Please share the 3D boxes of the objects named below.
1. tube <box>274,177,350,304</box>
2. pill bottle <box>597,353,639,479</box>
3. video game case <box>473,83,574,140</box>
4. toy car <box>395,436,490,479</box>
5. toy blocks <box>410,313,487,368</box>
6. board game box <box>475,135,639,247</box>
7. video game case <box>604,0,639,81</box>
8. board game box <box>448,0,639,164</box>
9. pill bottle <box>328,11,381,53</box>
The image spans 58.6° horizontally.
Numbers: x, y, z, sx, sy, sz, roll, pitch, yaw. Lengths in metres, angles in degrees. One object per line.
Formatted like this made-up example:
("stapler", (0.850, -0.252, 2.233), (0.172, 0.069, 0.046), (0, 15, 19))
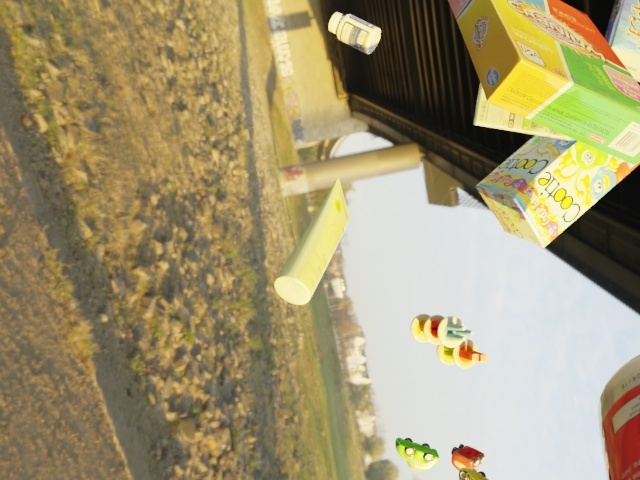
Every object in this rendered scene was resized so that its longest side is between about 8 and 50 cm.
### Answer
("tube", (0.000, 0.000, 0.942), (0.070, 0.062, 0.240), (-53, -174, 46))
("pill bottle", (0.381, 0.293, 0.484), (0.407, 0.229, 0.229), (-62, 147, -54))
("video game case", (0.349, -0.237, 0.953), (0.015, 0.166, 0.119), (66, 35, -81))
("toy car", (0.267, 0.490, 1.248), (0.239, 0.225, 0.053), (-24, 132, -87))
("toy blocks", (0.236, 0.177, 0.983), (0.123, 0.054, 0.148), (41, -15, -11))
("board game box", (0.495, -0.139, 1.195), (0.144, 0.275, 0.142), (50, -2, -22))
("video game case", (0.644, -0.378, 1.007), (0.061, 0.244, 0.269), (93, 20, -66))
("board game box", (0.313, -0.263, 0.795), (0.316, 0.242, 0.064), (-92, -154, -43))
("pill bottle", (0.082, -0.512, 1.399), (0.120, 0.067, 0.067), (31, -22, 14))
